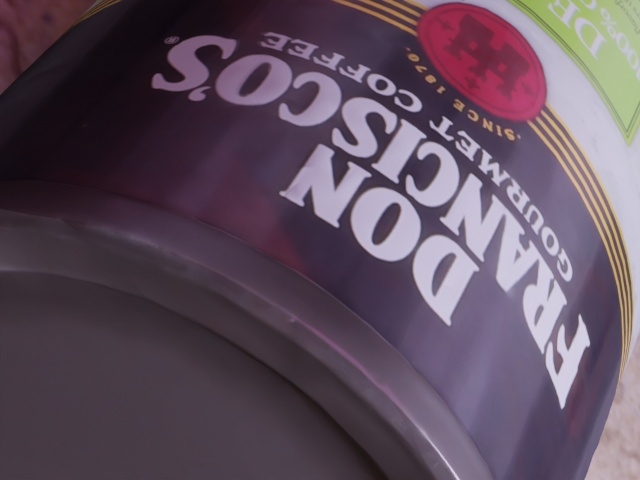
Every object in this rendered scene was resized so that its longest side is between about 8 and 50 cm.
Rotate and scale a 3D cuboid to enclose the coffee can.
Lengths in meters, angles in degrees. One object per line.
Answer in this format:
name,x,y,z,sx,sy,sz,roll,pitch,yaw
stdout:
coffee can,0.000,0.000,0.512,0.201,0.201,0.275,49,40,-14
